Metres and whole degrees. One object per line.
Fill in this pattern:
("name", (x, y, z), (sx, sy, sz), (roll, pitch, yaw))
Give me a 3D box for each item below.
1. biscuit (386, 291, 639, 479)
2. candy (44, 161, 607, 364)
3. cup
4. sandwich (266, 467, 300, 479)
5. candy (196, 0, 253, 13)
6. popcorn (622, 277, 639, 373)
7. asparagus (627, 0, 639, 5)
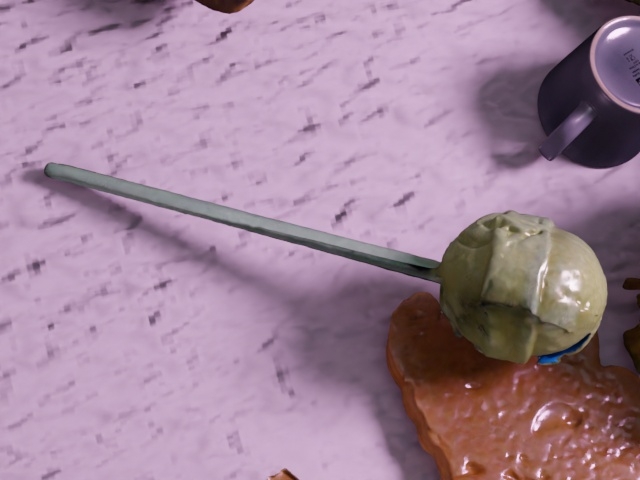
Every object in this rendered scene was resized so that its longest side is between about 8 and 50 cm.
("biscuit", (0.138, 0.124, 1.139), (0.250, 0.035, 0.162), (43, 69, 10))
("candy", (0.000, 0.000, 1.117), (0.336, 0.092, 0.093), (14, 47, 5))
("cup", (0.178, -0.088, 1.208), (0.078, 0.077, 0.100), (46, 66, 4))
("sandwich", (0.003, 0.207, 1.061), (0.193, 0.058, 0.162), (-9, 72, -16))
("candy", (-0.157, -0.209, 1.153), (0.271, 0.101, 0.143), (10, 59, -5))
("popcorn", (0.291, 0.034, 1.140), (0.189, 0.169, 0.218), (-2, 88, -16))
("asparagus", (0.130, -0.264, 1.259), (0.343, 0.085, 0.082), (45, 69, 3))
